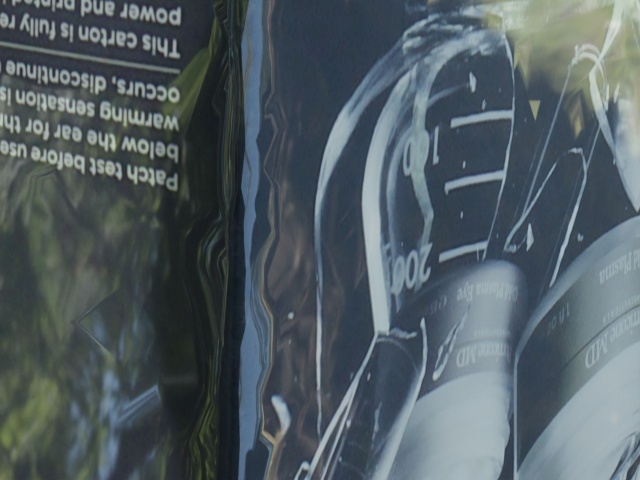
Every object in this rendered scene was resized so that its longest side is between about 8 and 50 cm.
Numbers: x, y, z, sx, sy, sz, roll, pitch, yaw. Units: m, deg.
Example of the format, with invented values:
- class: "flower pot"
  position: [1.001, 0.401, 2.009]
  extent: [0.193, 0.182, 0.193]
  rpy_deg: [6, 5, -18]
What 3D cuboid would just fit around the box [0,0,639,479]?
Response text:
- class: "box"
  position: [0.000, 0.000, 0.589]
  extent: [0.179, 0.312, 0.343]
  rpy_deg: [13, -160, 30]
